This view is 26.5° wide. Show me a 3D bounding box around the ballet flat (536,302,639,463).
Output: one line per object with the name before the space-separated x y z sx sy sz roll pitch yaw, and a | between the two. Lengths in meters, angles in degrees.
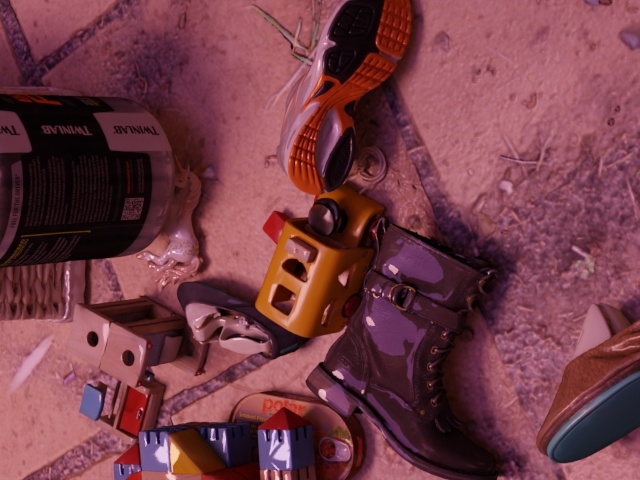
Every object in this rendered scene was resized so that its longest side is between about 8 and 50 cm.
ballet flat | 0.339 0.089 1.360 0.342 0.116 0.124 -43 50 29

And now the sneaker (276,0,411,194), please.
sneaker | 0.011 -0.188 1.568 0.262 0.099 0.121 -65 25 3

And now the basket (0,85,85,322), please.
basket | -0.519 -0.051 1.843 0.331 0.266 0.328 4 95 33

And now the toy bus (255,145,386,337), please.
toy bus | 0.000 0.013 1.582 0.191 0.104 0.202 -23 81 33

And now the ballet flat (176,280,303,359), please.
ballet flat | -0.116 0.102 1.683 0.203 0.074 0.074 17 103 32

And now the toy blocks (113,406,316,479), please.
toy blocks | -0.144 0.336 1.650 0.381 0.190 0.261 -5 89 36

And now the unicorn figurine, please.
unicorn figurine | -0.192 -0.025 1.747 0.111 0.060 0.162 -16 98 24

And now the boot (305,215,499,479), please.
boot | 0.130 0.122 1.503 0.263 0.091 0.229 32 96 5

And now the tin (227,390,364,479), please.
tin | -0.030 0.242 1.663 0.189 0.040 0.106 7 101 34

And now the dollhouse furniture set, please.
dollhouse furniture set | -0.246 0.184 1.750 0.129 0.129 0.184 24 106 31

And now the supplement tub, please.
supplement tub | -0.359 -0.072 1.621 0.207 0.338 0.207 4 96 42
